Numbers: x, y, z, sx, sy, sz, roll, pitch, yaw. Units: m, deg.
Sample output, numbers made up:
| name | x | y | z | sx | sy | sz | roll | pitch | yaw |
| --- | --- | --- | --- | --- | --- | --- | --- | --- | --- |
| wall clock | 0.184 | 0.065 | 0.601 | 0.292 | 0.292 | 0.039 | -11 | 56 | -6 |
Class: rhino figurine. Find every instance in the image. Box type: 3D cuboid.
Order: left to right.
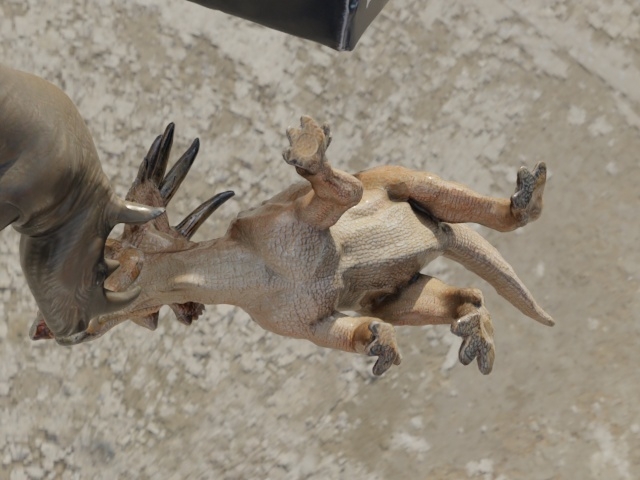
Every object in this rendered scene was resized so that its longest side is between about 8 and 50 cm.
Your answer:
| name | x | y | z | sx | sy | sz | roll | pitch | yaw |
| --- | --- | --- | --- | --- | --- | --- | --- | --- | --- |
| rhino figurine | -0.147 | -0.029 | 0.467 | 0.073 | 0.243 | 0.106 | 13 | 70 | 38 |

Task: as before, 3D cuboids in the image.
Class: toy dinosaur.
| name | x | y | z | sx | sy | sz | roll | pitch | yaw |
| --- | --- | --- | --- | --- | --- | --- | --- | --- | --- |
| toy dinosaur | 0.000 | 0.000 | 0.639 | 0.296 | 0.200 | 0.127 | 1 | 93 | -36 |

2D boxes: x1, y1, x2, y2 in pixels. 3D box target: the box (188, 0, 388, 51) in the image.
| name | x | y | z | sx | sy | sz | roll | pitch | yaw |
| --- | --- | --- | --- | --- | --- | --- | --- | --- | --- |
| box | -0.106 | -0.346 | 0.712 | 0.395 | 0.293 | 0.212 | 21 | 44 | 13 |
